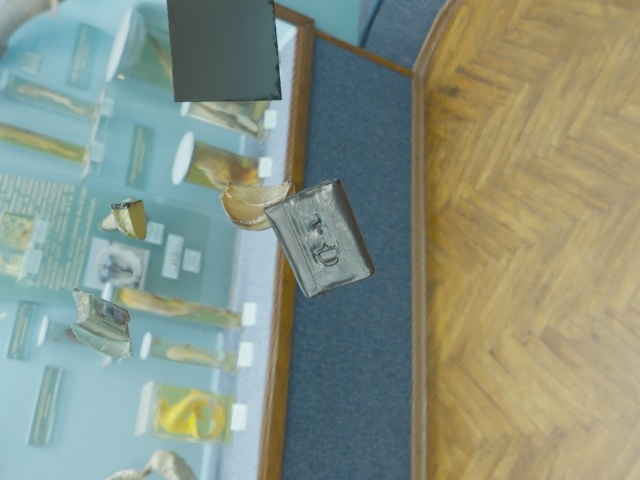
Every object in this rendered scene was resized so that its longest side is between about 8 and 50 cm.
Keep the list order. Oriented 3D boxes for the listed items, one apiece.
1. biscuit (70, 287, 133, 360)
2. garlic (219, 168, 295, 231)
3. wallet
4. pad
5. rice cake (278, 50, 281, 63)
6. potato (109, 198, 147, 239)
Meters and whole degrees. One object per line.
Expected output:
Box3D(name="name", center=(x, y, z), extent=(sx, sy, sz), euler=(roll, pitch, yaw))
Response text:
Box3D(name="biscuit", center=(-0.594, 0.223, 1.905), extent=(0.079, 0.186, 0.309), euler=(-55, 21, 3))
Box3D(name="garlic", center=(-0.132, -0.084, 1.693), extent=(0.206, 0.115, 0.128), euler=(-9, 77, 26))
Box3D(name="wallet", center=(0.000, 0.000, 1.502), extent=(0.182, 0.229, 0.049), euler=(-21, 7, 17))
Box3D(name="pad", center=(-0.147, -0.333, 1.076), extent=(0.006, 0.170, 0.246), euler=(165, 100, -75))
Box3D(name="rice cake", center=(-0.157, -0.607, 2.153), extent=(0.198, 0.037, 0.189), euler=(-155, 54, -79))
Box3D(name="potato", center=(-0.482, -0.047, 1.765), extent=(0.096, 0.066, 0.103), euler=(-32, -66, -75))
